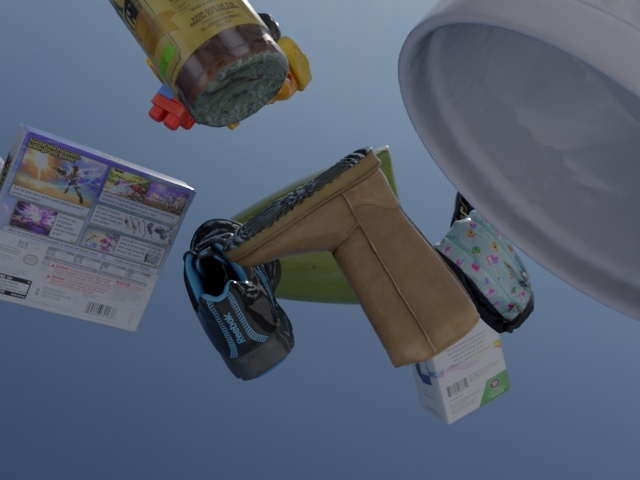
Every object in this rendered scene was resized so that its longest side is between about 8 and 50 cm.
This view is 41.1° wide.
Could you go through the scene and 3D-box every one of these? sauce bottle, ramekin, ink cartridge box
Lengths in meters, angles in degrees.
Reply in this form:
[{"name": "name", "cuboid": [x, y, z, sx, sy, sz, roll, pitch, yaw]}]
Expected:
[{"name": "sauce bottle", "cuboid": [-0.164, -0.266, 0.841, 0.111, 0.111, 0.344, -23, -114, -32]}, {"name": "ramekin", "cuboid": [0.149, -0.060, 0.405, 0.207, 0.207, 0.109, 42, -102, 8]}, {"name": "ink cartridge box", "cuboid": [0.250, 0.204, 1.582, 0.154, 0.093, 0.213, -24, -67, -21]}]

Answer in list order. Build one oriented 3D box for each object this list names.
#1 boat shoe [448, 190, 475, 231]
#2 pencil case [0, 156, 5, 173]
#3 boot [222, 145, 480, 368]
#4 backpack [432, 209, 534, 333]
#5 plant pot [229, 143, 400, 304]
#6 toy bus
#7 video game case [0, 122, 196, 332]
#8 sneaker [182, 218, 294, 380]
[{"name": "boat shoe", "cuboid": [0.260, -0.056, 1.453, 0.077, 0.070, 0.220, 11, -88, 21]}, {"name": "pencil case", "cuboid": [-0.537, -0.118, 1.263, 0.124, 0.273, 0.113, 26, -111, 30]}, {"name": "boot", "cuboid": [0.043, 0.052, 1.070, 0.236, 0.089, 0.270, -32, -74, 0]}, {"name": "backpack", "cuboid": [0.243, 0.042, 1.303, 0.115, 0.182, 0.152, -49, -137, -7]}, {"name": "plant pot", "cuboid": [0.000, 0.000, 1.474, 0.293, 0.275, 0.275, -12, -121, 5]}, {"name": "toy bus", "cuboid": [-0.155, -0.245, 1.302, 0.220, 0.149, 0.212, 26, -103, 21]}, {"name": "video game case", "cuboid": [-0.353, -0.011, 1.260, 0.269, 0.244, 0.061, 20, -171, -34]}, {"name": "sneaker", "cuboid": [-0.124, 0.038, 1.173, 0.125, 0.140, 0.341, -31, -148, -2]}]
